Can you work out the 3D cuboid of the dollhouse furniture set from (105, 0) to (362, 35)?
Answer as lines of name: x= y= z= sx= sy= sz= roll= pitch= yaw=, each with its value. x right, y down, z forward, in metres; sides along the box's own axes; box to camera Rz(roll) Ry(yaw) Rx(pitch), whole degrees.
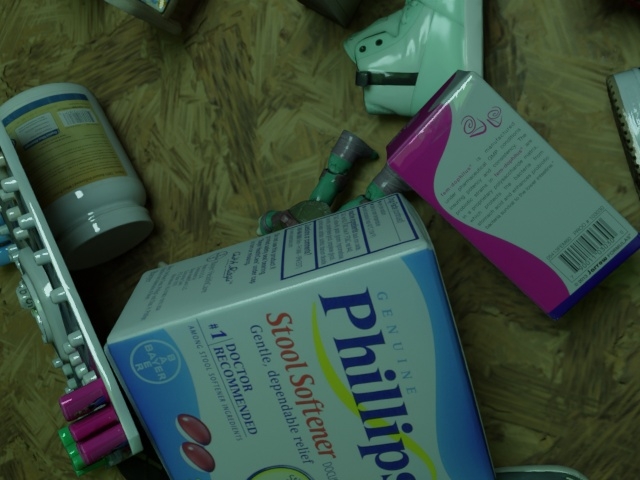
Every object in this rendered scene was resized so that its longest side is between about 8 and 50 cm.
dollhouse furniture set: x=-0.123 y=-0.396 z=0.645 sx=0.394 sy=0.256 sz=0.362 roll=31 pitch=101 yaw=6

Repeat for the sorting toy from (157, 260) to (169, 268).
sorting toy: x=-0.123 y=0.140 z=0.789 sx=0.208 sy=0.038 sz=0.193 roll=22 pitch=116 yaw=22

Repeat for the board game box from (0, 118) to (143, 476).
board game box: x=-0.321 y=0.078 z=0.731 sx=0.390 sy=0.050 sz=0.390 roll=63 pitch=152 yaw=9

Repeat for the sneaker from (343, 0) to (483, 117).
sneaker: x=0.094 y=-0.256 z=0.686 sx=0.150 sy=0.094 sz=0.256 roll=-1 pitch=94 yaw=13

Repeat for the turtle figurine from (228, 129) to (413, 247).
turtle figurine: x=0.000 y=0.000 z=0.725 sx=0.175 sy=0.118 sz=0.234 roll=39 pitch=98 yaw=15

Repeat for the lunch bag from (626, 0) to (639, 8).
lunch bag: x=0.338 y=-0.340 z=0.533 sx=0.258 sy=0.120 sz=0.293 roll=19 pitch=99 yaw=-16

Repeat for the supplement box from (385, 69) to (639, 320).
supplement box: x=0.177 y=-0.049 z=0.623 sx=0.220 sy=0.114 sz=0.111 roll=42 pitch=105 yaw=-8

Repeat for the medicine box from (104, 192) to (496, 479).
medicine box: x=-0.010 y=0.132 z=0.633 sx=0.289 sy=0.149 sz=0.264 roll=-17 pitch=110 yaw=5

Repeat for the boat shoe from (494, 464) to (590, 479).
boat shoe: x=0.133 y=0.308 z=0.689 sx=0.319 sy=0.099 sz=0.117 roll=-15 pitch=87 yaw=19

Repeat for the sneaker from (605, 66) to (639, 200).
sneaker: x=0.380 y=-0.046 z=0.592 sx=0.153 sy=0.099 sz=0.283 roll=-18 pitch=83 yaw=21

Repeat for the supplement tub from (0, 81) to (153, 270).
supplement tub: x=-0.309 y=-0.078 z=0.811 sx=0.144 sy=0.144 sz=0.200 roll=-33 pitch=80 yaw=17

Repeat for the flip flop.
flip flop: x=-0.158 y=0.304 z=0.810 sx=0.277 sy=0.080 sz=0.112 roll=27 pitch=107 yaw=32
